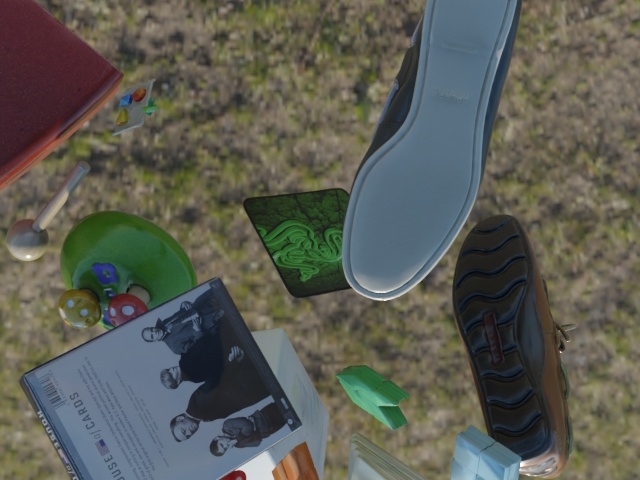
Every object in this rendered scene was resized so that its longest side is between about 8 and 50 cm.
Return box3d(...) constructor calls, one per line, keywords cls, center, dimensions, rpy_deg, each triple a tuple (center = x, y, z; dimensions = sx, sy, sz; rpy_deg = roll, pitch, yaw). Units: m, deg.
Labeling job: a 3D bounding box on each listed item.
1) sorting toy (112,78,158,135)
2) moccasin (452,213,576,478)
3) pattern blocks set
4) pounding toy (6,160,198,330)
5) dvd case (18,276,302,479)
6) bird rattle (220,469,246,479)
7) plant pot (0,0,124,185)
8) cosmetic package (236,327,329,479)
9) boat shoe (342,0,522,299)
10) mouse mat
box3d(cls="sorting toy", center=(-0.198, -0.149, 1.463), dimensions=(0.012, 0.062, 0.083), rpy_deg=(29, 154, -33))
box3d(cls="moccasin", center=(0.279, 0.142, 1.867), dimensions=(0.139, 0.380, 0.147), rpy_deg=(-24, 150, 19))
box3d(cls="pattern blocks set", center=(0.063, 0.252, 1.020), dimensions=(0.026, 0.285, 0.324), rpy_deg=(-25, 122, -37))
box3d(cls="pounding toy", center=(-0.271, 0.049, 1.633), dimensions=(0.237, 0.110, 0.183), rpy_deg=(44, 127, -12))
box3d(cls="dvd case", center=(-0.150, 0.159, 1.308), dimensions=(0.239, 0.179, 0.029), rpy_deg=(-27, 177, -36))
box3d(cls="bird rattle", center=(-0.199, 0.287, 1.681), dimensions=(0.253, 0.207, 0.143), rpy_deg=(-14, 160, 36))
box3d(cls="plant pot", center=(-0.418, -0.185, 1.624), dimensions=(0.267, 0.267, 0.235), rpy_deg=(38, 85, -9))
box3d(cls="cosmetic package", center=(-0.090, 0.290, 1.998), dimensions=(0.138, 0.224, 0.224), rpy_deg=(-11, 134, 18))
box3d(cls="boat shoe", center=(0.109, -0.106, 1.246), dimensions=(0.112, 0.095, 0.335), rpy_deg=(19, 98, 7))
box3d(cls="mouse mat", center=(0.000, 0.000, 1.730), dimensions=(0.190, 0.152, 0.007), rpy_deg=(-10, 153, -43))
